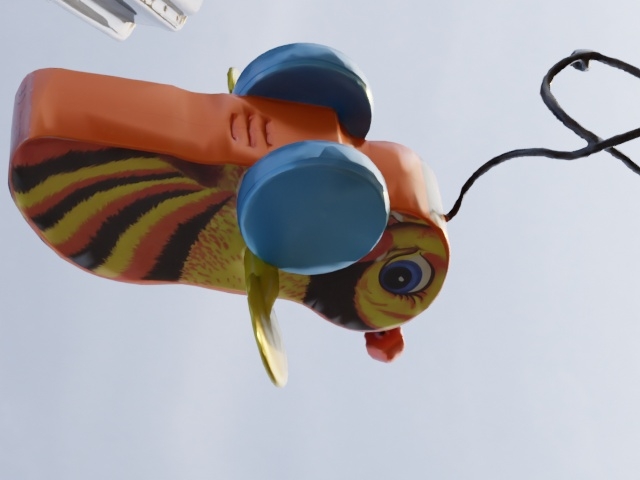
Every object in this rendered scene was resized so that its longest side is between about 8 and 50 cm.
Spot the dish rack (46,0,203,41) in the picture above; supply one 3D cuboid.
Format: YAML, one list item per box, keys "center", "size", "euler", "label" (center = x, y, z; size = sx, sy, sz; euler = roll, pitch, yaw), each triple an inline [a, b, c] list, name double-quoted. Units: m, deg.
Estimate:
- center: [-0.086, -0.267, 1.071]
  size: [0.333, 0.072, 0.286]
  euler: [7, -84, -86]
  label: "dish rack"

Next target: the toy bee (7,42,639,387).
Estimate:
- center: [0.000, 0.000, 0.854]
  size: [0.195, 0.298, 0.162]
  euler: [-65, -15, -46]
  label: "toy bee"
